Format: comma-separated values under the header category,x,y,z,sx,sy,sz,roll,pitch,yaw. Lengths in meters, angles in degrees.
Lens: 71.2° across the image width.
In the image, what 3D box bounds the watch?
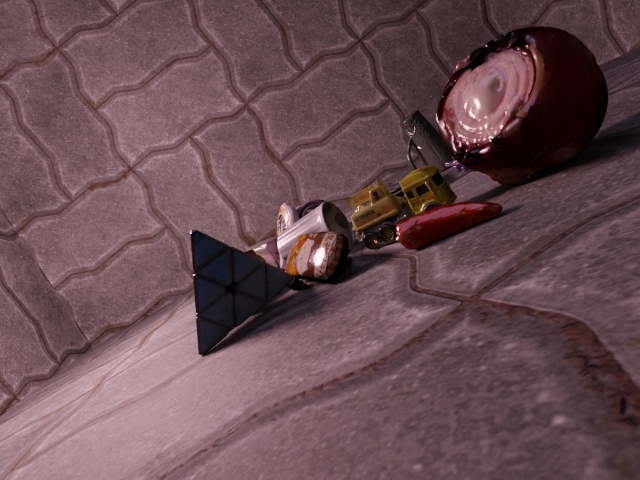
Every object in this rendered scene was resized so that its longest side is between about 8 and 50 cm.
category,x,y,z,sx,sy,sz,roll,pitch,yaw
watch,-0.037,-0.025,1.647,0.218,0.248,0.211,-4,-5,-22

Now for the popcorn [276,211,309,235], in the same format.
category,x,y,z,sx,sy,sz,roll,pitch,yaw
popcorn,-0.137,-0.060,2.211,0.200,0.203,0.226,-17,-7,21

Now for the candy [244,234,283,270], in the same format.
category,x,y,z,sx,sy,sz,roll,pitch,yaw
candy,-0.211,0.070,1.805,0.195,0.137,0.185,-24,9,31

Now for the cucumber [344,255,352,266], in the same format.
category,x,y,z,sx,sy,sz,roll,pitch,yaw
cucumber,0.032,0.063,1.214,0.033,0.036,0.184,-57,18,-23

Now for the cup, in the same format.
category,x,y,z,sx,sy,sz,roll,pitch,yaw
cup,-0.001,0.010,1.420,0.202,0.221,0.166,-30,40,26

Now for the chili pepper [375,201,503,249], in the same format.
category,x,y,z,sx,sy,sz,roll,pitch,yaw
chili pepper,0.237,-0.031,0.919,0.272,0.071,0.063,-20,-29,29

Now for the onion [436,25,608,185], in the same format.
category,x,y,z,sx,sy,sz,roll,pitch,yaw
onion,0.436,-0.291,0.975,0.341,0.341,0.341,-29,6,4

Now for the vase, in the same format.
category,x,y,z,sx,sy,sz,roll,pitch,yaw
vase,0.479,-0.432,2.020,0.251,0.301,0.156,-40,8,-12

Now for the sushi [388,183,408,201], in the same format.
category,x,y,z,sx,sy,sz,roll,pitch,yaw
sushi,0.302,-0.170,1.727,0.292,0.059,0.294,-28,6,16

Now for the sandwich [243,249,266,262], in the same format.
category,x,y,z,sx,sy,sz,roll,pitch,yaw
sandwich,-0.276,0.137,1.423,0.186,0.065,0.214,-22,-32,-55

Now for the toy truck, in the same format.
category,x,y,z,sx,sy,sz,roll,pitch,yaw
toy truck,0.198,-0.095,1.156,0.272,0.157,0.124,-26,7,33

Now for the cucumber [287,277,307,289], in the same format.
category,x,y,z,sx,sy,sz,roll,pitch,yaw
cucumber,-0.072,0.120,1.234,0.034,0.033,0.135,-35,7,-16

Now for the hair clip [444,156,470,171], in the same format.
category,x,y,z,sx,sy,sz,roll,pitch,yaw
hair clip,0.532,-0.281,1.499,0.137,0.090,0.278,-33,2,-24

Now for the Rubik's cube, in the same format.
category,x,y,z,sx,sy,sz,roll,pitch,yaw
Rubik's cube,-0.257,0.114,1.166,0.233,0.229,0.228,-46,-10,22

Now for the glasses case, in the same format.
category,x,y,z,sx,sy,sz,roll,pitch,yaw
glasses case,-0.017,0.043,1.184,0.321,0.082,0.122,-7,62,67
